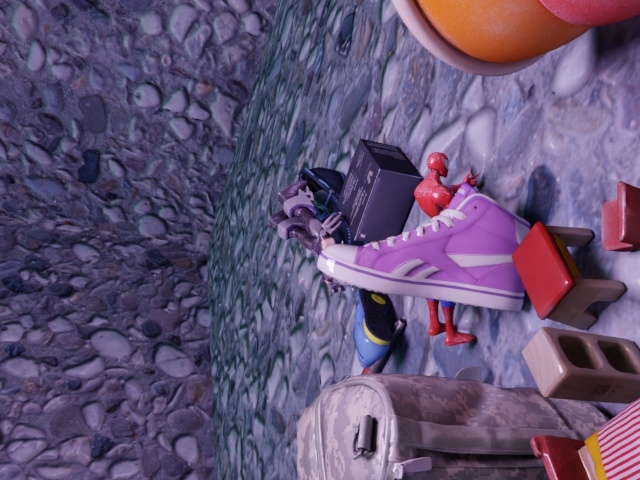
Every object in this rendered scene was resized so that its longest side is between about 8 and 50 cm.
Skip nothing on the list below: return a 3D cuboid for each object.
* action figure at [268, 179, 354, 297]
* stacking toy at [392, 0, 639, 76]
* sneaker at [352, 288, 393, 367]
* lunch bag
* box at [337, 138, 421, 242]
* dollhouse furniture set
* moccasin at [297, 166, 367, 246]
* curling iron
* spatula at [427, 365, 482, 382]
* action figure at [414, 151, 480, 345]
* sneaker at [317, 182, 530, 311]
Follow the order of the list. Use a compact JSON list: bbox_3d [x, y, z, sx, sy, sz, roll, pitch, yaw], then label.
[{"bbox_3d":[0.000,0.000,1.323,0.285,0.099,0.185,49,146,36],"label":"action figure"},{"bbox_3d":[0.303,-0.320,0.537,0.479,0.350,0.351,20,100,54],"label":"stacking toy"},{"bbox_3d":[0.088,0.156,1.192,0.209,0.069,0.082,-85,19,-64],"label":"sneaker"},{"bbox_3d":[0.138,0.248,0.699,0.256,0.305,0.213,123,149,-52],"label":"lunch bag"},{"bbox_3d":[0.112,-0.097,1.268,0.158,0.093,0.156,-110,34,-57],"label":"box"},{"bbox_3d":[0.282,0.084,0.590,0.374,0.152,0.201,-100,27,-45],"label":"dollhouse furniture set"},{"bbox_3d":[0.015,-0.060,1.491,0.342,0.116,0.138,-117,40,-56],"label":"moccasin"},{"bbox_3d":[0.096,0.239,1.241,0.068,0.035,0.274,-99,26,-44],"label":"curling iron"},{"bbox_3d":[0.140,0.290,0.900,0.019,0.168,0.242,36,124,57],"label":"spatula"},{"bbox_3d":[0.216,0.001,0.955,0.091,0.139,0.281,-157,55,-68],"label":"action figure"},{"bbox_3d":[0.142,-0.004,0.860,0.102,0.282,0.161,-104,21,-84],"label":"sneaker"}]
